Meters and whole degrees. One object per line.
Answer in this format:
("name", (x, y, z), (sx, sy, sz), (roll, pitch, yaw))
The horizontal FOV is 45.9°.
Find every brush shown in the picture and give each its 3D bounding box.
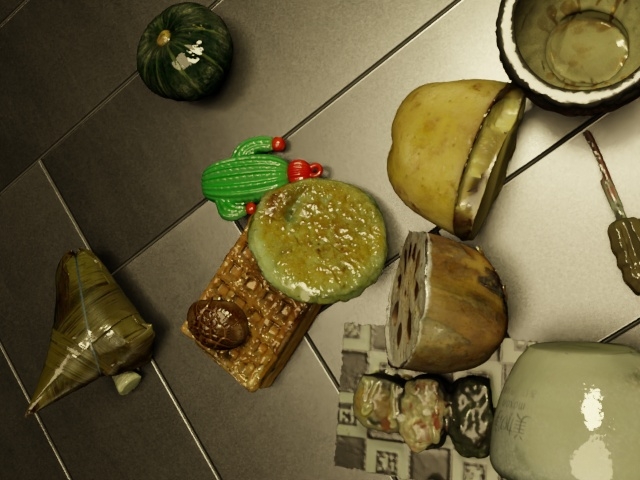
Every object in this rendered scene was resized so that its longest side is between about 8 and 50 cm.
("brush", (0.513, -0.052, 1.294), (0.071, 0.084, 0.301), (-20, 77, 20))

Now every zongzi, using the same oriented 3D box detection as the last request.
("zongzi", (-0.536, 0.190, 1.572), (0.300, 0.138, 0.286), (-33, 73, -26))

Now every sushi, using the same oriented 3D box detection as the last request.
("sushi", (0.192, 0.314, 1.386), (0.372, 0.100, 0.297), (5, 91, 20))

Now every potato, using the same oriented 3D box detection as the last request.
("potato", (0.223, -0.162, 1.334), (0.242, 0.242, 0.286), (18, 104, 19))

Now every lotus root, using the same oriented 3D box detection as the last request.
("lotus root", (0.223, 0.107, 1.316), (0.191, 0.272, 0.272), (6, 91, 0))

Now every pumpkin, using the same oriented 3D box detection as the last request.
("pumpkin", (-0.275, -0.380, 1.542), (0.211, 0.152, 0.212), (-16, 62, 33))

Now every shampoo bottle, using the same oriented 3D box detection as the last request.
("shampoo bottle", (0.432, 0.316, 1.185), (0.322, 0.322, 0.318), (5, 82, 20))

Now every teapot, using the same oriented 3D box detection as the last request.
("teapot", (-0.432, 0.286, 1.640), (0.083, 0.057, 0.067), (41, 66, 19))

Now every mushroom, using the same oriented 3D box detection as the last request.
("mushroom", (-0.198, 0.158, 1.445), (0.126, 0.085, 0.109), (-11, 86, 29))

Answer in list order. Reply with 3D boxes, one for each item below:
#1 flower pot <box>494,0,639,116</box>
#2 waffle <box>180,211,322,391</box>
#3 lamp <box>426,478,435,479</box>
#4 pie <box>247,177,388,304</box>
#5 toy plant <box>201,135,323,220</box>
("flower pot", (0.430, -0.323, 1.225), (0.266, 0.267, 0.267), (0, 90, 19))
("waffle", (-0.118, 0.119, 1.507), (0.212, 0.091, 0.308), (37, 101, 17))
("lamp", (0.186, 0.522, 1.396), (0.090, 0.091, 0.163), (19, 87, 19))
("pie", (0.000, 0.000, 1.407), (0.276, 0.079, 0.277), (3, 61, -5))
("toy plant", (-0.126, -0.137, 1.519), (0.240, 0.088, 0.155), (-30, 65, 7))
